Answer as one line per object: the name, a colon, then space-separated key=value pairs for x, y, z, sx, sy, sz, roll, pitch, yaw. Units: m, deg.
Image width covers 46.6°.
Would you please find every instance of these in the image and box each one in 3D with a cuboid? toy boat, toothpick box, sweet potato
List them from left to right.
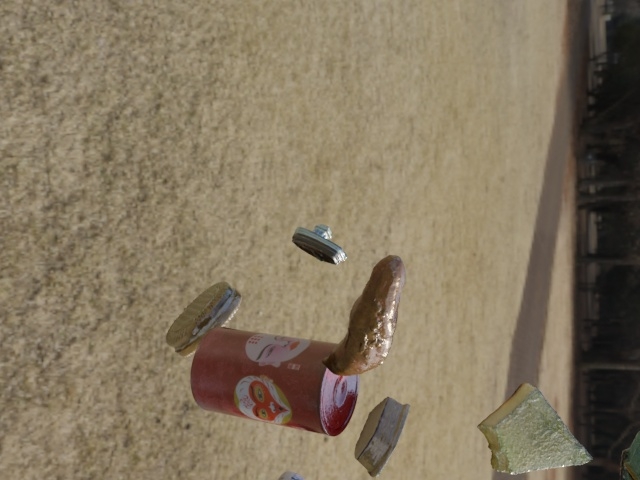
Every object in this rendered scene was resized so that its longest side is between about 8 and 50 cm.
toothpick box: x=-0.102 y=0.314 z=1.684 sx=0.204 sy=0.333 sz=0.204 roll=-17 pitch=109 yaw=-62
toy boat: x=0.000 y=0.000 z=1.521 sx=0.066 sy=0.140 sz=0.059 roll=-48 pitch=140 yaw=-23
sweet potato: x=0.093 y=0.167 z=1.381 sx=0.095 sy=0.106 sz=0.355 roll=-25 pitch=152 yaw=-39
toy boat: x=0.134 y=0.455 z=1.715 sx=0.116 sy=0.061 sz=0.188 roll=-51 pitch=-173 yaw=45

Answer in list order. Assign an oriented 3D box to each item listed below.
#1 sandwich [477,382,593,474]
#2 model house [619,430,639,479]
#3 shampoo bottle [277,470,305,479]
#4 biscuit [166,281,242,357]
sandwich: x=0.402 y=0.395 z=1.425 sx=0.193 sy=0.162 sz=0.058 roll=50 pitch=-5 yaw=-10
model house: x=0.897 y=0.634 z=1.869 sx=0.230 sy=0.280 sz=0.249 roll=-114 pitch=-148 yaw=-56
shampoo bottle: x=-0.137 y=0.727 z=1.927 sx=0.303 sy=0.092 sz=0.092 roll=-39 pitch=125 yaw=-57
biscuit: x=-0.325 y=0.216 z=2.058 sx=0.079 sy=0.259 sz=0.259 roll=46 pitch=37 yaw=-14
